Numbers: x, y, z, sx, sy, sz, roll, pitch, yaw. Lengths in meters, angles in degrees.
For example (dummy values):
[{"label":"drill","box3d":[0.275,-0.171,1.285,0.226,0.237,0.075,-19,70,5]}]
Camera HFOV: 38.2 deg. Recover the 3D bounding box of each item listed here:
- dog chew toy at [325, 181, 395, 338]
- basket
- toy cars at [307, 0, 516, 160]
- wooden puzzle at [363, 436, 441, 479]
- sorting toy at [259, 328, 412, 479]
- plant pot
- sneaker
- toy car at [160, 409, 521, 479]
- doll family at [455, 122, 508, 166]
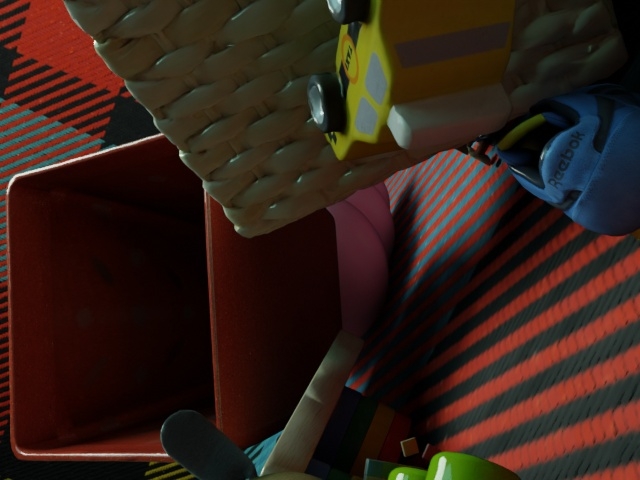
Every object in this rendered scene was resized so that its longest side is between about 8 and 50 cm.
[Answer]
[{"label":"dog chew toy","box3d":[0.000,0.000,1.153,0.207,0.206,0.332,-65,-2,34]},{"label":"basket","box3d":[0.011,-0.232,0.661,0.331,0.328,0.266,-24,34,19]},{"label":"toy cars","box3d":[0.131,-0.146,0.449,0.393,0.176,0.087,-37,60,29]},{"label":"wooden puzzle","box3d":[0.048,0.164,0.577,0.006,0.049,0.083,157,125,-71]},{"label":"sorting toy","box3d":[-0.015,0.231,0.689,0.257,0.089,0.255,-48,-18,-72]},{"label":"plant pot","box3d":[-0.118,0.062,0.882,0.267,0.235,0.267,-9,80,37]},{"label":"sneaker","box3d":[0.139,-0.059,0.518,0.209,0.082,0.069,-78,10,-73]},{"label":"toy car","box3d":[-0.012,0.171,0.484,0.149,0.188,0.155,124,168,-66]},{"label":"doll family","box3d":[0.148,-0.134,0.841,0.111,0.076,0.193,-62,11,10]}]
